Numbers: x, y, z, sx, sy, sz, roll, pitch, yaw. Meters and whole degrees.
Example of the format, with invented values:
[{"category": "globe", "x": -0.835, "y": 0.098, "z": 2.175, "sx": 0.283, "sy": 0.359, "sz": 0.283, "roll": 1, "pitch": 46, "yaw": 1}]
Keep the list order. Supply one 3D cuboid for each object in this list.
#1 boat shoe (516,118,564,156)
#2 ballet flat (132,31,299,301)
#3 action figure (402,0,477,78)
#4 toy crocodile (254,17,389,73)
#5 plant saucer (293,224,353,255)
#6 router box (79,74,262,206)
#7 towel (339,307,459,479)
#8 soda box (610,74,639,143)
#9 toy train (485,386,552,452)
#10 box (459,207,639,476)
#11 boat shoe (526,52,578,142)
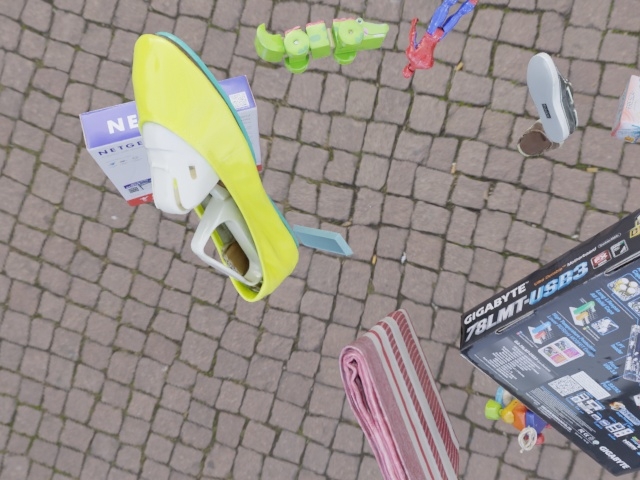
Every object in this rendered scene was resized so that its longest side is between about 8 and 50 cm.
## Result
[{"category": "boat shoe", "x": 0.601, "y": -0.270, "z": 1.408, "sx": 0.095, "sy": 0.257, "sz": 0.095, "roll": -42, "pitch": 84, "yaw": 14}, {"category": "ballet flat", "x": -0.080, "y": -0.033, "z": 0.379, "sx": 0.077, "sy": 0.231, "sz": 0.077, "roll": 15, "pitch": 58, "yaw": 34}, {"category": "action figure", "x": 0.282, "y": -0.529, "z": 1.234, "sx": 0.091, "sy": 0.139, "sz": 0.280, "roll": 22, "pitch": 123, "yaw": -22}, {"category": "toy crocodile", "x": 0.004, "y": -0.508, "z": 1.284, "sx": 0.340, "sy": 0.115, "sz": 0.105, "roll": -11, "pitch": 85, "yaw": -3}, {"category": "plant saucer", "x": 0.000, "y": 0.000, "z": 1.218, "sx": 0.018, "sy": 0.192, "sz": 0.067, "roll": -49, "pitch": 122, "yaw": -20}, {"category": "router box", "x": -0.305, "y": -0.207, "z": 1.118, "sx": 0.335, "sy": 0.301, "sz": 0.082, "roll": -17, "pitch": 75, "yaw": -9}, {"category": "towel", "x": 0.113, "y": 0.216, "z": 0.642, "sx": 0.037, "sy": 0.329, "sz": 0.237, "roll": -22, "pitch": 83, "yaw": 16}, {"category": "soda box", "x": 0.790, "y": -0.333, "z": 1.279, "sx": 0.062, "sy": 0.058, "sz": 0.183, "roll": 22, "pitch": 62, "yaw": 14}, {"category": "toy train", "x": 0.460, "y": 0.421, "z": 1.213, "sx": 0.143, "sy": 0.247, "sz": 0.105, "roll": 1, "pitch": 101, "yaw": 43}, {"category": "box", "x": 0.363, "y": 0.123, "z": 0.559, "sx": 0.295, "sy": 0.073, "sz": 0.293, "roll": 38, "pitch": 127, "yaw": -12}, {"category": "boat shoe", "x": 0.546, "y": -0.340, "z": 1.183, "sx": 0.070, "sy": 0.077, "sz": 0.220, "roll": -35, "pitch": 118, "yaw": -12}]
